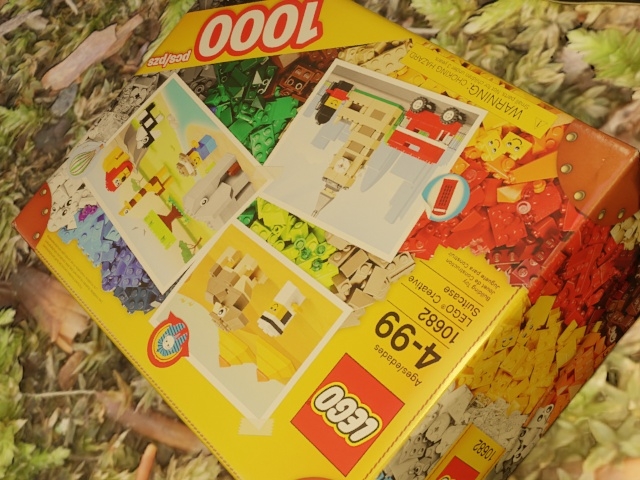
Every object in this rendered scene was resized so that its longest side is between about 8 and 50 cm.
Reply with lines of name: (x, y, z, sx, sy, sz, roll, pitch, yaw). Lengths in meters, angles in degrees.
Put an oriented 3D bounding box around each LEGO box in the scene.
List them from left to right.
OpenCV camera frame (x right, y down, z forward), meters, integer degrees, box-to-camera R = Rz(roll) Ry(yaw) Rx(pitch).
LEGO box: (0.000, 0.000, 0.923, 0.372, 0.193, 0.500, -51, 50, -2)

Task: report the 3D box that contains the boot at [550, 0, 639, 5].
boot: (0.286, -0.324, 0.995, 0.244, 0.088, 0.176, 15, 73, 29)
